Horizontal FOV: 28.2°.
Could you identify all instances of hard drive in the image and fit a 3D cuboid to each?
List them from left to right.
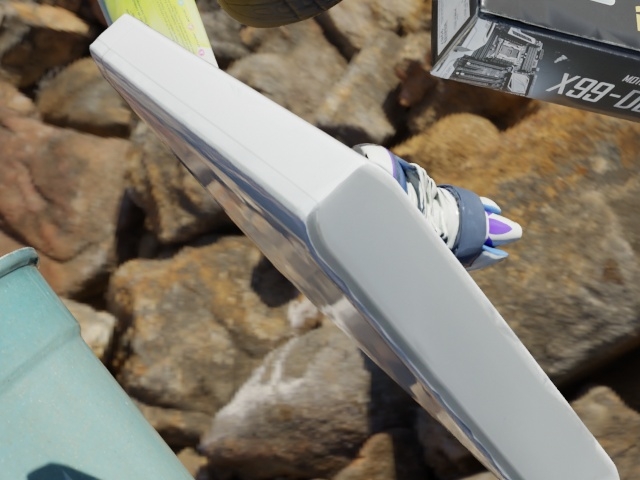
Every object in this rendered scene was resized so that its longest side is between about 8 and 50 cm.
[{"bbox_3d":[0.000,0.000,0.705,0.047,0.233,0.353,-43,30,-5],"label":"hard drive"}]

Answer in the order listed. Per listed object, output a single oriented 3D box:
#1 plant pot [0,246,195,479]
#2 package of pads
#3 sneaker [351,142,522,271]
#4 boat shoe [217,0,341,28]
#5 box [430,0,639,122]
[{"bbox_3d":[-0.267,0.241,1.130,0.334,0.341,0.341,46,105,0],"label":"plant pot"},{"bbox_3d":[-0.207,-0.285,1.481,0.101,0.229,0.297,-23,101,-5],"label":"package of pads"},{"bbox_3d":[0.152,-0.040,1.650,0.236,0.323,0.130,0,74,-4],"label":"sneaker"},{"bbox_3d":[0.021,-0.371,1.448,0.342,0.123,0.123,-36,28,30],"label":"boat shoe"},{"bbox_3d":[0.195,-0.226,0.830,0.076,0.242,0.308,129,148,-59],"label":"box"}]
